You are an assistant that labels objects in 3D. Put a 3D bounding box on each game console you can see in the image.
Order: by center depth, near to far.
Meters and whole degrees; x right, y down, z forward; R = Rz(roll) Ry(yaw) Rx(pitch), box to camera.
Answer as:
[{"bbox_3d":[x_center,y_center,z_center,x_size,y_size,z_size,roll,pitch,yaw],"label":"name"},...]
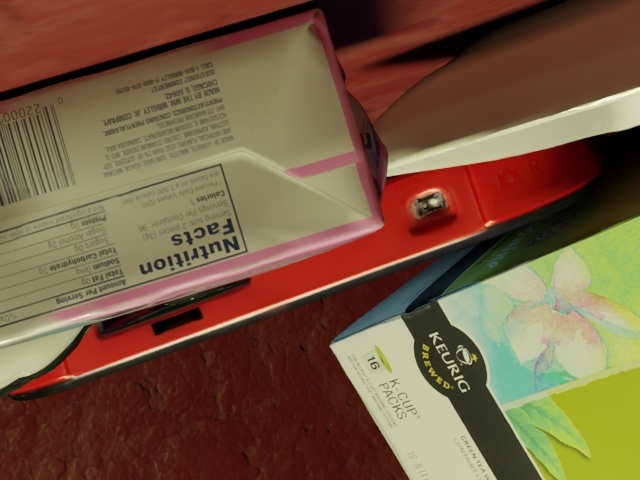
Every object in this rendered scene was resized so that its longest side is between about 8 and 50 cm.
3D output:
[{"bbox_3d":[0.000,0.000,1.114,0.386,0.060,0.342,-20,-179,13],"label":"game console"}]

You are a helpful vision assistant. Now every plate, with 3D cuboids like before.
[{"bbox_3d":[0.182,-0.089,0.651,0.277,0.045,0.278,-16,179,33],"label":"plate"}]

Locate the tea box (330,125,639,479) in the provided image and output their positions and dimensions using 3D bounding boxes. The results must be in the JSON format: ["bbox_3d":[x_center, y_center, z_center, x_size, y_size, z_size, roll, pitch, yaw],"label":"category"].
[{"bbox_3d":[0.251,0.039,1.084,0.329,0.220,0.323,-35,-176,-41],"label":"tea box"}]

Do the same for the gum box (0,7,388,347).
[{"bbox_3d":[-0.071,-0.007,0.491,0.188,0.062,0.107,-16,179,-1],"label":"gum box"}]

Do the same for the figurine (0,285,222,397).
[{"bbox_3d":[-0.105,0.010,0.663,0.209,0.092,0.215,-24,179,-10],"label":"figurine"}]
